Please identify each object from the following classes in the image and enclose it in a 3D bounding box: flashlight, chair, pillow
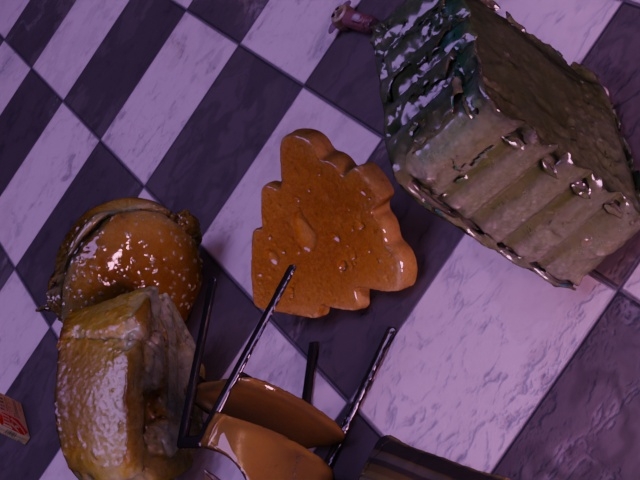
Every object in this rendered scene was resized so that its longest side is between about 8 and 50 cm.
[{"bbox_3d":[0.042,-0.282,1.954,0.052,0.031,0.110,-58,30,-2],"label":"flashlight"},{"bbox_3d":[-0.046,0.170,1.545,0.172,0.158,0.247,-10,53,49],"label":"chair"},{"bbox_3d":[0.066,0.288,1.377,0.208,0.052,0.212,10,69,61],"label":"pillow"}]

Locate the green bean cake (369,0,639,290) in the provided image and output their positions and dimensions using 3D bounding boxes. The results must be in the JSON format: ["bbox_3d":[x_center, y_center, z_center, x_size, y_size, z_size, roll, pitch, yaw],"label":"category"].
[{"bbox_3d":[0.168,-0.108,1.402,0.132,0.241,0.255,-46,32,28],"label":"green bean cake"}]

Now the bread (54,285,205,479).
[{"bbox_3d":[-0.211,0.184,1.758,0.124,0.186,0.257,-22,48,22],"label":"bread"}]

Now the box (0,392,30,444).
[{"bbox_3d":[-0.442,0.246,2.153,0.015,0.058,0.093,-53,31,11],"label":"box"}]

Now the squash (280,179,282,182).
[{"bbox_3d":[0.026,-0.029,1.702,0.132,0.105,0.105,22,81,48],"label":"squash"}]

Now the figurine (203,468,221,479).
[{"bbox_3d":[-0.140,0.312,1.604,0.154,0.132,0.132,-48,29,-7],"label":"figurine"}]

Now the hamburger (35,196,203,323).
[{"bbox_3d":[-0.235,0.044,1.917,0.122,0.189,0.215,31,87,50],"label":"hamburger"}]

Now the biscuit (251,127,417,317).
[{"bbox_3d":[0.000,0.000,1.661,0.041,0.212,0.239,-25,-17,-49],"label":"biscuit"}]
